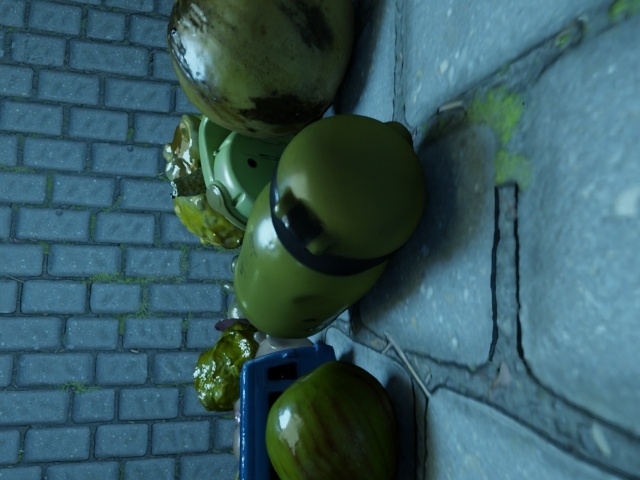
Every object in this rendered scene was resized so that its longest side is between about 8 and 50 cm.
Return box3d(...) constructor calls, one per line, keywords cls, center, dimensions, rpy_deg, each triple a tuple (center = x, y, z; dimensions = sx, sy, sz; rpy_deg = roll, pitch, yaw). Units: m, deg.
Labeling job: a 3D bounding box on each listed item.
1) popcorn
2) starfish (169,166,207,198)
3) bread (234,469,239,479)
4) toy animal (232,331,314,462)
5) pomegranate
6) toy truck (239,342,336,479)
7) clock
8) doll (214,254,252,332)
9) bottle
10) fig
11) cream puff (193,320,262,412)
box3d(cls="popcorn", center=(-0.235, -0.170, 1.199), dimensions=(0.354, 0.344, 0.390), rpy_deg=(-45, -15, -26))
box3d(cls="starfish", center=(-0.139, -0.134, 0.941), dimensions=(0.082, 0.323, 0.433), rpy_deg=(-23, 50, 40))
box3d(cls="bread", center=(-0.160, 0.664, 1.130), dimensions=(0.114, 0.132, 0.191), rpy_deg=(116, 156, -63))
box3d(cls="toy animal", center=(-0.074, 0.291, 0.785), dimensions=(0.166, 0.153, 0.251), rpy_deg=(-22, 48, 64))
box3d(cls="pomegranate", center=(-0.092, -0.319, 0.687), dimensions=(0.322, 0.321, 0.323), rpy_deg=(-178, 90, -77))
box3d(cls="toy truck", center=(-0.029, 0.332, 0.567), dimensions=(0.161, 0.162, 0.386), rpy_deg=(110, 159, -56))
box3d(cls="clock", center=(-0.103, -0.115, 0.842), dimensions=(0.096, 0.234, 0.309), rpy_deg=(-31, 62, 49))
box3d(cls="doll", center=(-0.170, 0.173, 1.151), dimensions=(0.152, 0.195, 0.256), rpy_deg=(171, 108, -76))
box3d(cls="bottle", center=(0.000, 0.000, 0.503), dimensions=(0.351, 0.171, 0.172), rpy_deg=(126, 144, -63))
box3d(cls="fig", center=(0.031, 0.216, 0.449), dimensions=(0.142, 0.186, 0.148), rpy_deg=(-56, -12, 10))
box3d(cls="cream puff", center=(-0.164, 0.289, 0.987), dimensions=(0.244, 0.243, 0.197), rpy_deg=(-162, 74, -76))
